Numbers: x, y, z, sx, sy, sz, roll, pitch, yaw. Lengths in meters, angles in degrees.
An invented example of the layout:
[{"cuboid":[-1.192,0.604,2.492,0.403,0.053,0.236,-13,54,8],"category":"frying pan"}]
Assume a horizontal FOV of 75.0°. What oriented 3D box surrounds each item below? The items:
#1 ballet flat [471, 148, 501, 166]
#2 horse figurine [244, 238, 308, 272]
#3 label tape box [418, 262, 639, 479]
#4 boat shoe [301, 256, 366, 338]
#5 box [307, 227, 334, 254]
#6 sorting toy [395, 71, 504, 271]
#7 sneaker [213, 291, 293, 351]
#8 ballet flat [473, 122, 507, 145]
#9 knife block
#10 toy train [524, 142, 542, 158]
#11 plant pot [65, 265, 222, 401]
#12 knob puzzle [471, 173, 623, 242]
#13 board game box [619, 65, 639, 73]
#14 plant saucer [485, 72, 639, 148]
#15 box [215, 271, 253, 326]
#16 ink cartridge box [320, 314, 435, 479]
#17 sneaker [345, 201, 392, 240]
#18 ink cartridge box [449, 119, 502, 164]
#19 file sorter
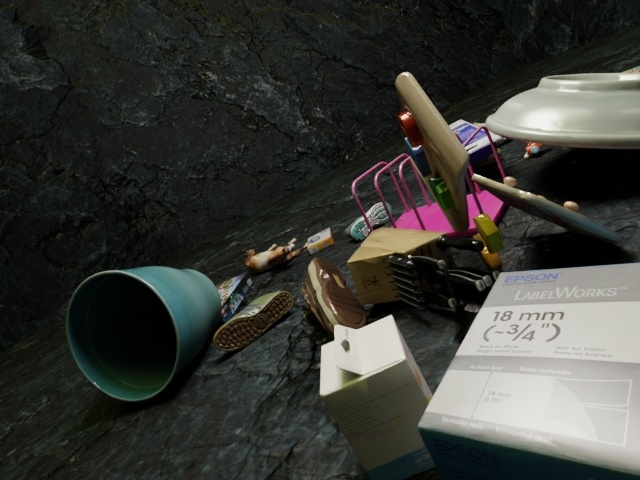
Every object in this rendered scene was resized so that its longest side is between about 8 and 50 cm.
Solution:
[{"cuboid":[0.458,-0.250,1.291,0.073,0.080,0.232,-3,8,-23],"category":"ballet flat"},{"cuboid":[-0.157,0.050,1.352,0.263,0.066,0.174,-15,13,33],"category":"horse figurine"},{"cuboid":[0.270,0.091,0.365,0.240,0.106,0.333,-11,22,46],"category":"label tape box"},{"cuboid":[0.014,0.127,0.782,0.095,0.095,0.257,-58,16,13],"category":"boat shoe"},{"cuboid":[0.000,0.000,1.313,0.081,0.028,0.136,-26,12,7],"category":"box"},{"cuboid":[0.203,-0.098,0.688,0.041,0.307,0.229,-26,-29,6],"category":"sorting toy"},{"cuboid":[-0.152,0.177,0.929,0.192,0.064,0.086,-33,8,-19],"category":"sneaker"},{"cuboid":[0.558,-0.360,1.437,0.077,0.091,0.241,-50,10,4],"category":"ballet flat"},{"cuboid":[0.184,0.033,0.736,0.242,0.088,0.275,-12,13,24],"category":"knife block"},{"cuboid":[0.591,-0.291,1.129,0.125,0.046,0.166,-47,-1,32],"category":"toy train"},{"cuboid":[-0.365,0.175,0.949,0.271,0.272,0.255,-23,2,18],"category":"plant pot"},{"cuboid":[0.343,-0.049,0.616,0.030,0.213,0.213,-64,11,10],"category":"knob puzzle"},{"cuboid":[0.833,-0.418,1.202,0.213,0.046,0.317,-13,21,47],"category":"board game box"},{"cuboid":[0.536,-0.264,0.805,0.400,0.101,0.400,-3,24,1],"category":"plant saucer"},{"cuboid":[-0.301,0.184,1.189,0.159,0.044,0.233,-23,15,16],"category":"box"},{"cuboid":[0.063,0.157,0.434,0.089,0.143,0.092,-26,15,7],"category":"ink cartridge box"},{"cuboid":[0.135,-0.058,1.203,0.166,0.065,0.076,-33,11,-25],"category":"sneaker"},{"cuboid":[0.380,-0.259,1.191,0.175,0.069,0.371,-27,17,13],"category":"ink cartridge box"},{"cuboid":[0.249,-0.117,0.954,0.290,0.182,0.202,-13,20,44],"category":"file sorter"}]
